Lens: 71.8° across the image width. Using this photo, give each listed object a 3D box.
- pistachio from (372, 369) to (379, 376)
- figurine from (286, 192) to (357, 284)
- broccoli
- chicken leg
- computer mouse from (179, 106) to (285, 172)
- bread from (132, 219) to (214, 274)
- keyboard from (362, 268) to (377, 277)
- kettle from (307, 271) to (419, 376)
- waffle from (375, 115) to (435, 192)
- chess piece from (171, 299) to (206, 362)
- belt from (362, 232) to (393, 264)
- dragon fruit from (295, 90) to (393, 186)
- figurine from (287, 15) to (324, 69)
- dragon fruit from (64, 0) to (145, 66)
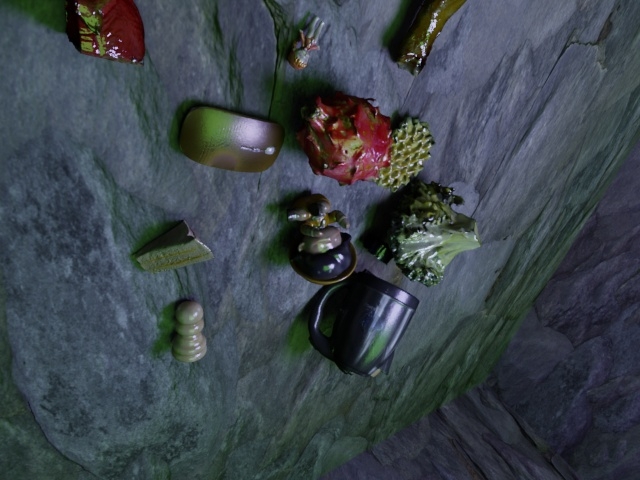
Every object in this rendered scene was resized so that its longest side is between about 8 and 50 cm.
[{"bbox_3d":[0.186,0.405,1.702,0.214,0.194,0.318,-70,156,-46],"label":"pistachio"},{"bbox_3d":[-0.001,-0.002,1.212,0.192,0.167,0.256,-16,113,-12],"label":"figurine"},{"bbox_3d":[0.353,-0.025,1.420,0.272,0.324,0.334,-19,121,10],"label":"broccoli"},{"bbox_3d":[0.266,-0.553,0.952,0.211,0.140,0.361,7,116,-54],"label":"chicken leg"},{"bbox_3d":[-0.178,-0.213,0.950,0.245,0.056,0.126,3,123,-44],"label":"computer mouse"},{"bbox_3d":[-0.334,0.036,1.002,0.152,0.105,0.077,-38,135,-8],"label":"bread"},{"bbox_3d":[0.197,0.179,1.657,0.087,0.017,0.250,-44,141,3],"label":"keyboard"},{"bbox_3d":[0.122,0.277,1.468,0.324,0.321,0.228,-63,178,-7],"label":"kettle"},{"bbox_3d":[0.236,-0.246,1.274,0.204,0.054,0.223,19,113,-48],"label":"waffle"},{"bbox_3d":[-0.352,0.235,1.191,0.094,0.094,0.170,-10,123,-34],"label":"chess piece"},{"bbox_3d":[0.194,0.027,1.448,0.058,0.105,0.140,-49,151,6],"label":"belt"},{"bbox_3d":[0.046,-0.236,1.013,0.268,0.210,0.205,19,71,-50],"label":"dragon fruit"},{"bbox_3d":[-0.029,-0.405,0.911,0.064,0.047,0.109,25,98,-42],"label":"figurine"},{"bbox_3d":[-0.315,-0.352,0.656,0.127,0.120,0.161,-16,129,-38],"label":"dragon fruit"}]
